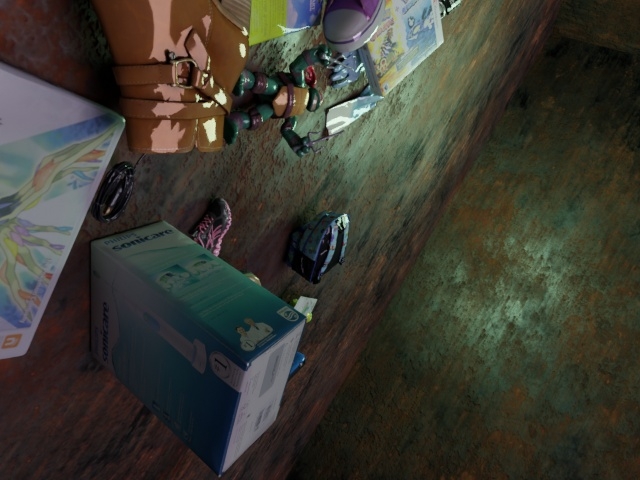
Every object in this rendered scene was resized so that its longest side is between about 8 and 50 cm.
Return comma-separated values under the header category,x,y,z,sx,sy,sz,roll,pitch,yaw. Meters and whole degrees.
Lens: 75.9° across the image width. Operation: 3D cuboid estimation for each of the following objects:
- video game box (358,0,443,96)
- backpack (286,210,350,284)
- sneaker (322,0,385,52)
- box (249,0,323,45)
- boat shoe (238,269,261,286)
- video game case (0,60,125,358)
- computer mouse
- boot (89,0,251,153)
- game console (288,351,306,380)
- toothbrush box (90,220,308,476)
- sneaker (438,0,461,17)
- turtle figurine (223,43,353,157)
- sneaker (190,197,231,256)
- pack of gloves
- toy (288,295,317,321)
category,x,y,z,sx,sy,sz,roll,pitch,yaw
video game box,0.169,-0.445,0.871,0.205,0.048,0.187,-44,140,-6
backpack,0.000,0.000,1.052,0.158,0.116,0.174,-33,146,-47
sneaker,0.048,-0.451,0.634,0.161,0.102,0.283,37,66,-64
box,-0.061,-0.358,0.597,0.178,0.042,0.109,-42,152,-40
boat shoe,-0.199,0.168,0.870,0.102,0.092,0.286,-6,130,-33
video game case,-0.367,-0.017,0.369,0.329,0.036,0.300,-63,157,6
computer mouse,-0.224,-0.131,0.529,0.242,0.041,0.071,-57,171,-7
boot,-0.187,-0.200,0.405,0.283,0.108,0.221,-16,125,-59
game console,-0.196,0.430,1.099,0.293,0.249,0.174,-36,121,-45
toothbrush box,-0.190,0.139,0.591,0.126,0.295,0.217,-28,141,-53
sneaker,0.285,-0.579,0.933,0.122,0.146,0.331,-12,129,-63
turtle figurine,-0.052,-0.228,0.678,0.234,0.118,0.176,-18,120,-38
sneaker,-0.198,-0.019,0.721,0.057,0.047,0.120,-2,119,-51
pack of gloves,0.100,-0.354,0.936,0.232,0.046,0.195,-44,153,-34
toy,-0.080,0.224,1.233,0.137,0.056,0.237,-63,162,-4
